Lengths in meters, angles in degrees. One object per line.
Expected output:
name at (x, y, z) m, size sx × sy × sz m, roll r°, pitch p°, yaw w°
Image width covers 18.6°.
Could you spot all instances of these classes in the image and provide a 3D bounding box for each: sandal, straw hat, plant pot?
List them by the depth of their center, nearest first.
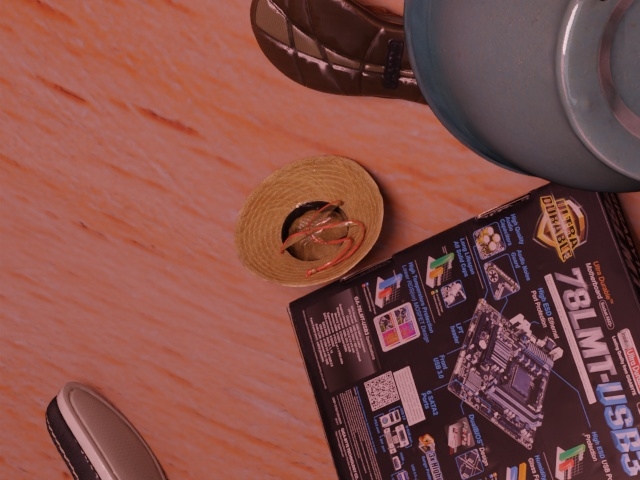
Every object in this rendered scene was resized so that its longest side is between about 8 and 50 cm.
plant pot at (0.223, -0.151, 1.425) m, size 0.271 × 0.255 × 0.272 m, roll -3°, pitch 105°, yaw -11°
sandal at (0.048, -0.167, 1.648) m, size 0.219 × 0.060 × 0.090 m, roll 10°, pitch 114°, yaw 1°
straw hat at (0.000, 0.000, 1.698) m, size 0.144 × 0.144 × 0.061 m, roll -9°, pitch 143°, yaw 21°

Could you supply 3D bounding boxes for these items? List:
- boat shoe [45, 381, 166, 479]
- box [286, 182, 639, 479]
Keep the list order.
boat shoe at (-0.172, 0.272, 1.810) m, size 0.091 × 0.114 × 0.302 m, roll -34°, pitch 91°, yaw 18°
box at (0.146, 0.129, 1.601) m, size 0.293 × 0.073 × 0.295 m, roll -26°, pitch 65°, yaw 18°
